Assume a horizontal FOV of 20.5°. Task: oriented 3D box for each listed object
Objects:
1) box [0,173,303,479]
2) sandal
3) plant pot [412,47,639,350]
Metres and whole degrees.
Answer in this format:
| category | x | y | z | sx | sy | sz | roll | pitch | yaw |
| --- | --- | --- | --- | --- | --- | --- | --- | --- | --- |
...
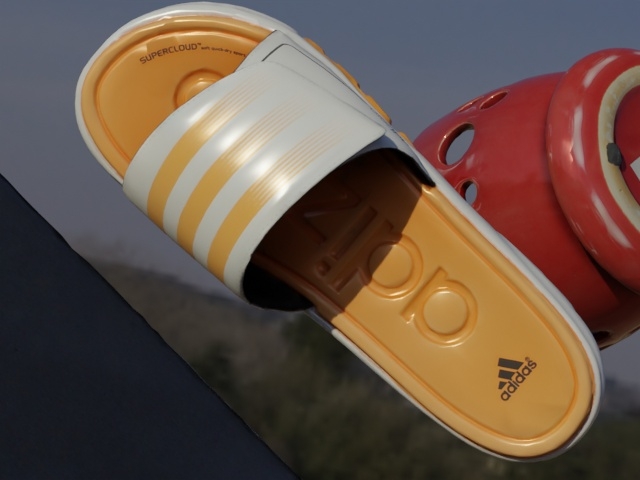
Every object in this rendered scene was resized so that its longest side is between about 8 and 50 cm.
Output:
| category | x | y | z | sx | sy | sz | roll | pitch | yaw |
| --- | --- | --- | --- | --- | --- | --- | --- | --- | --- |
| box | -0.160 | 0.160 | 0.611 | 0.294 | 0.296 | 0.183 | 45 | 27 | -10 |
| sandal | 0.007 | -0.008 | 0.728 | 0.265 | 0.102 | 0.076 | 38 | 8 | 9 |
| plant pot | 0.170 | -0.026 | 1.156 | 0.191 | 0.191 | 0.174 | 15 | -28 | -30 |
